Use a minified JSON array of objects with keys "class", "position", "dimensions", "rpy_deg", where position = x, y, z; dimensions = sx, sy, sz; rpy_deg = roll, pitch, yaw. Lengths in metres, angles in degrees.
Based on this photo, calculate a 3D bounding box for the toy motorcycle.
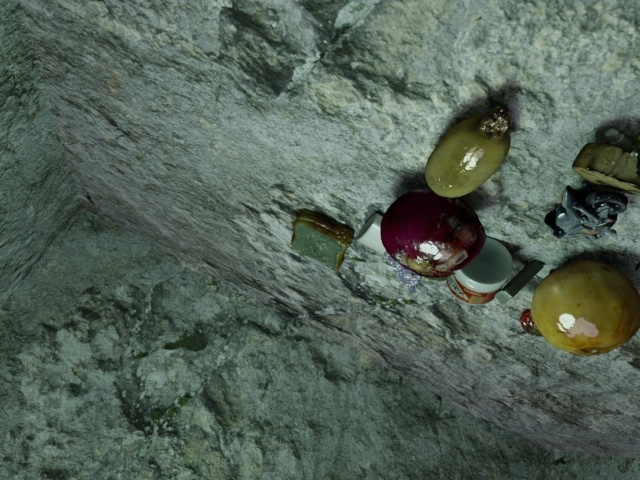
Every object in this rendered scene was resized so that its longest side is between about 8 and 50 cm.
[{"class":"toy motorcycle","position":[0.733,-0.067,1.228],"dimensions":[0.173,0.108,0.307],"rpy_deg":[11,163,22]}]

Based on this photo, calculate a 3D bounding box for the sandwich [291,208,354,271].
[{"class":"sandwich","position":[0.000,0.000,1.973],"dimensions":[0.271,0.099,0.301],"rpy_deg":[23,153,3]}]

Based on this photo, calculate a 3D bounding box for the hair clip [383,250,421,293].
[{"class":"hair clip","position":[0.328,0.097,1.717],"dimensions":[0.106,0.084,0.292],"rpy_deg":[-19,124,20]}]

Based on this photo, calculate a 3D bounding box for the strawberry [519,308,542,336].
[{"class":"strawberry","position":[0.921,0.356,1.860],"dimensions":[0.145,0.086,0.145],"rpy_deg":[18,150,11]}]

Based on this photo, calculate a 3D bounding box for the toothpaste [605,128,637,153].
[{"class":"toothpaste","position":[0.764,-0.210,1.067],"dimensions":[0.190,0.031,0.048],"rpy_deg":[32,149,-18]}]

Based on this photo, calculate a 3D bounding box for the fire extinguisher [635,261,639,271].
[{"class":"fire extinguisher","position":[1.067,0.056,1.203],"dimensions":[0.344,0.102,0.138],"rpy_deg":[-6,141,45]}]

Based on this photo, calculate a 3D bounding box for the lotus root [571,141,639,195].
[{"class":"lotus root","position":[0.744,-0.157,1.060],"dimensions":[0.260,0.074,0.170],"rpy_deg":[22,-174,-2]}]

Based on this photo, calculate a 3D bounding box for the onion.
[{"class":"onion","position":[0.350,-0.048,1.438],"dimensions":[0.260,0.282,0.336],"rpy_deg":[42,162,-24]}]

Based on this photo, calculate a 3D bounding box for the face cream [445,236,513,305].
[{"class":"face cream","position":[0.573,0.114,1.595],"dimensions":[0.201,0.201,0.187],"rpy_deg":[18,152,14]}]

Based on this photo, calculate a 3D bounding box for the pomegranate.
[{"class":"pomegranate","position":[0.870,0.210,1.453],"dimensions":[0.338,0.338,0.338],"rpy_deg":[19,152,11]}]

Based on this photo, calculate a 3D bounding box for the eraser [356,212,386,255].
[{"class":"eraser","position":[0.297,0.010,1.754],"dimensions":[0.270,0.095,0.174],"rpy_deg":[27,148,-7]}]

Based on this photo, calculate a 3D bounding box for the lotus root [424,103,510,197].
[{"class":"lotus root","position":[0.404,-0.232,1.184],"dimensions":[0.169,0.151,0.343],"rpy_deg":[26,155,-2]}]

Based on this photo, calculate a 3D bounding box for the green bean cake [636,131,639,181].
[{"class":"green bean cake","position":[0.793,-0.167,0.921],"dimensions":[0.200,0.214,0.113],"rpy_deg":[25,148,0]}]

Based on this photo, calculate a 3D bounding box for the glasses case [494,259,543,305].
[{"class":"glasses case","position":[0.703,0.147,1.547],"dimensions":[0.047,0.205,0.071],"rpy_deg":[48,153,19]}]
